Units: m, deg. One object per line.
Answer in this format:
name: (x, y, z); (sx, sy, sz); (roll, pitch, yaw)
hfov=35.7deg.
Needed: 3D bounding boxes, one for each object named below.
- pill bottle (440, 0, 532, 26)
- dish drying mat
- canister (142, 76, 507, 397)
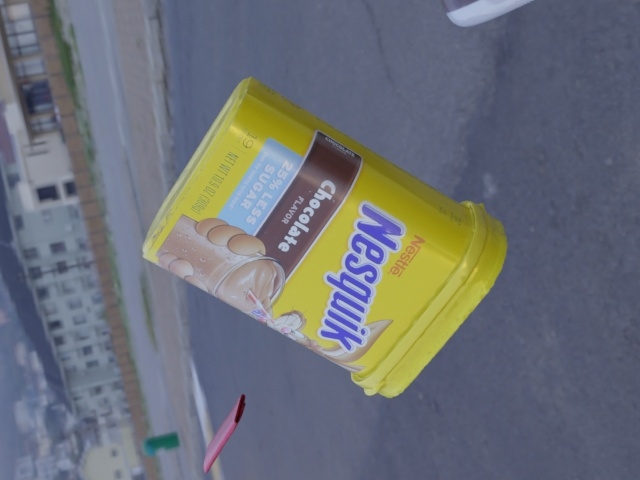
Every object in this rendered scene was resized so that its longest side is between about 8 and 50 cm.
pill bottle: (0.098, -0.261, 0.662); (0.215, 0.117, 0.117); (63, 170, -11)
dish drying mat: (-0.082, 0.166, 0.851); (0.083, 0.008, 0.032); (-58, 12, 41)
canister: (0.000, 0.000, 0.567); (0.126, 0.170, 0.073); (-54, 14, 24)
